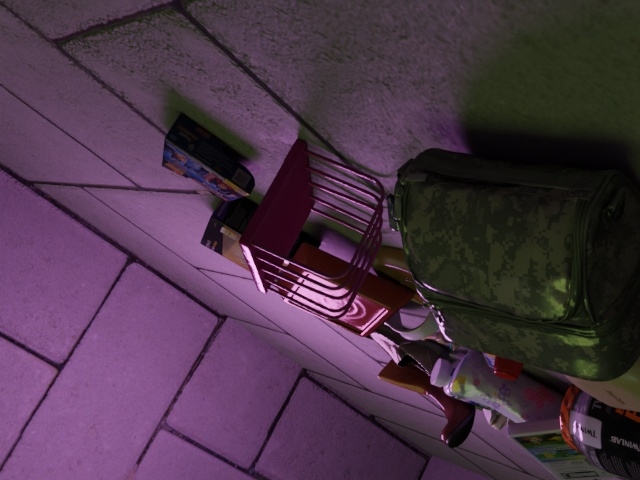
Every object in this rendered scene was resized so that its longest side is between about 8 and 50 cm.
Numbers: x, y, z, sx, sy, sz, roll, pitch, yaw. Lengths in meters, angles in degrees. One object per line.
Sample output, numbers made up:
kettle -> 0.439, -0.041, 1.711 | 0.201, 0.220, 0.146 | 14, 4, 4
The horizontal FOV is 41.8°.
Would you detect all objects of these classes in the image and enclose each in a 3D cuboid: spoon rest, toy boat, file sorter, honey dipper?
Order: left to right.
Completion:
file sorter -> 0.000, 0.000, 1.469 | 0.182, 0.202, 0.290 | 25, 164, 10
spoon rest -> 0.169, 0.175, 1.945 | 0.137, 0.084, 0.276 | 39, 161, -32
honey dipper -> 0.278, 0.235, 2.051 | 0.030, 0.030, 0.161 | 32, 168, -10
toy boat -> 0.442, 0.179, 1.415 | 0.318, 0.148, 0.267 | 5, 157, 41

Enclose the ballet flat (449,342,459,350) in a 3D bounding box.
ballet flat -> 0.308, 0.208, 1.866 | 0.052, 0.057, 0.168 | -4, 159, 10

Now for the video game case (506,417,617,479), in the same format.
video game case -> 0.633, 0.463, 1.883 | 0.329, 0.036, 0.300 | -16, 139, 34

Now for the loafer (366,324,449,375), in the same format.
loafer -> 0.209, 0.280, 2.195 | 0.251, 0.087, 0.094 | 20, 162, 29

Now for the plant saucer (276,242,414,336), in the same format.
plant saucer -> 0.040, 0.123, 1.819 | 0.259, 0.047, 0.258 | 26, 152, -5

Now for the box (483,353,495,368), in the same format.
box -> 0.385, 0.232, 1.799 | 0.059, 0.054, 0.169 | 21, 163, 29

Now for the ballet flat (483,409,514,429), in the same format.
ballet flat -> 0.500, 0.460, 2.239 | 0.095, 0.096, 0.280 | 36, 163, -28

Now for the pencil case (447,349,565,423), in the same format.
pencil case -> 0.440, 0.361, 1.981 | 0.273, 0.124, 0.113 | 25, 151, 10

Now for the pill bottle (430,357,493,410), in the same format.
pill bottle -> 0.367, 0.356, 2.105 | 0.169, 0.094, 0.094 | 21, 165, -4

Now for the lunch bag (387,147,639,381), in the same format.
lunch bag -> 0.256, 0.007, 1.060 | 0.305, 0.212, 0.256 | 13, 141, 44

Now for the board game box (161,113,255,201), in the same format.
board game box -> -0.235, -0.155, 1.655 | 0.194, 0.060, 0.194 | 34, 165, -19

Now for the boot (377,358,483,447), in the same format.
boot -> 0.281, 0.396, 2.196 | 0.280, 0.264, 0.096 | 23, 135, 20

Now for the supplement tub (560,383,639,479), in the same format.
supplement tub -> 0.605, 0.345, 1.508 | 0.193, 0.193, 0.316 | 39, 161, -32

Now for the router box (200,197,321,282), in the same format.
router box -> -0.149, 0.006, 1.971 | 0.243, 0.081, 0.309 | 30, 164, -5

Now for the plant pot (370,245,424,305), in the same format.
plant pot -> 0.200, 0.087, 1.706 | 0.236, 0.032, 0.236 | 28, 165, 8
